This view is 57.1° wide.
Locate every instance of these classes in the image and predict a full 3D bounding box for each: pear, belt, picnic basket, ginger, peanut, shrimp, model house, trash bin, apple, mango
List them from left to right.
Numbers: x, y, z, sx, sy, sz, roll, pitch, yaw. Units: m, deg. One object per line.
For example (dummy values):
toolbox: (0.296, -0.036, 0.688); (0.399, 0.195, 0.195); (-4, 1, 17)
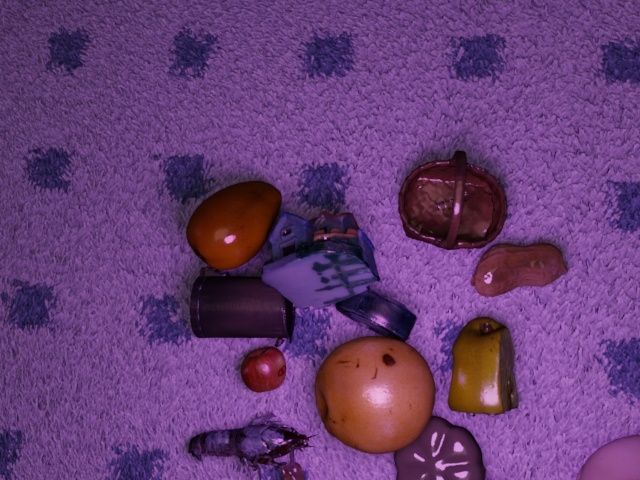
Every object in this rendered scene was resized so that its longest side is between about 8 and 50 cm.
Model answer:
mango: (-0.270, -0.064, 1.890); (0.263, 0.221, 0.378); (2, 37, 36)
trash bin: (-0.239, 0.209, 1.867); (0.301, 0.203, 0.252); (0, 85, 8)
shrimp: (-0.212, 0.631, 1.808); (0.410, 0.166, 0.221); (2, 52, 3)
apple: (-0.179, 0.410, 1.853); (0.146, 0.146, 0.131); (-16, 100, 4)
ginger: (-0.071, 0.785, 1.677); (0.122, 0.084, 0.290); (-14, 49, 20)
model house: (0.000, 0.000, 1.784); (0.294, 0.252, 0.329); (-24, 42, 21)
pear: (0.153, 0.441, 1.698); (0.348, 0.348, 0.349); (-2, 78, 7)
belt: (0.164, 0.216, 1.810); (0.267, 0.206, 0.116); (24, 76, 22)
picnic basket: (0.405, -0.122, 1.791); (0.337, 0.337, 0.293); (7, 79, 9)
pear: (0.465, 0.364, 1.719); (0.176, 0.286, 0.282); (-5, 78, 26)
peanut: (0.603, 0.075, 1.814); (0.291, 0.143, 0.159); (-13, 69, 0)

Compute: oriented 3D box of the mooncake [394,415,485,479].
mooncake: (0.343, 0.652, 1.712); (0.274, 0.135, 0.275); (-8, 67, 19)

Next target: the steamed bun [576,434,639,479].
steamed bun: (0.900, 0.724, 1.594); (0.374, 0.241, 0.375); (-1, 78, 4)
